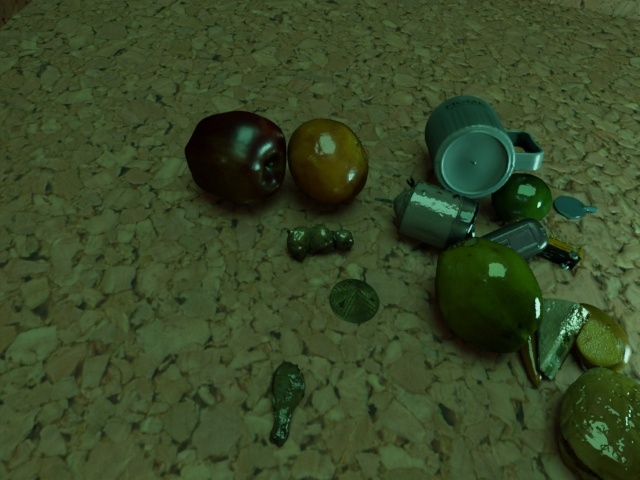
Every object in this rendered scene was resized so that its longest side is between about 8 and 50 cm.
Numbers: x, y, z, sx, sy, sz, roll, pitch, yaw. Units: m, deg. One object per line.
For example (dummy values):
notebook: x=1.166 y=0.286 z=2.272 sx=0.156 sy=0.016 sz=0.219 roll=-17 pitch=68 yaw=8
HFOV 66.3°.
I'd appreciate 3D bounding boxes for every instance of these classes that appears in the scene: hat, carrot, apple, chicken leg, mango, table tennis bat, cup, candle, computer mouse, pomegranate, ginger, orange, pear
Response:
hat: x=0.101 y=0.151 z=1.373 sx=0.146 sy=0.067 sz=0.146 roll=4 pitch=52 yaw=-5
carrot: x=0.572 y=0.270 z=1.355 sx=0.062 sy=0.066 sz=0.271 roll=-12 pitch=45 yaw=34
apple: x=-0.252 y=-0.257 z=1.509 sx=0.317 sy=0.288 sz=0.288 roll=14 pitch=49 yaw=29
chicken leg: x=-0.083 y=0.387 z=1.168 sx=0.085 sy=0.069 sz=0.198 roll=9 pitch=59 yaw=1
mango: x=0.763 y=0.268 z=1.356 sx=0.141 sy=0.102 sz=0.217 roll=-18 pitch=48 yaw=10
table tennis bat: x=0.896 y=-0.116 z=1.721 sx=0.155 sy=0.019 sz=0.100 roll=4 pitch=52 yaw=-3
cup: x=0.511 y=-0.289 z=1.606 sx=0.331 sy=0.257 sz=0.311 roll=29 pitch=30 yaw=-9
candle: x=0.320 y=-0.087 z=1.521 sx=0.330 sy=0.187 sz=0.187 roll=22 pitch=53 yaw=13
computer mouse: x=0.580 y=0.016 z=1.514 sx=0.232 sy=0.057 sz=0.120 roll=-25 pitch=82 yaw=2
pomegranate: x=0.646 y=-0.106 z=1.594 sx=0.187 sy=0.187 sz=0.225 roll=14 pitch=76 yaw=3
ginger: x=0.000 y=0.000 z=1.471 sx=0.204 sy=0.080 sz=0.104 roll=-7 pitch=86 yaw=-12
orange: x=0.025 y=-0.251 z=1.544 sx=0.226 sy=0.284 sz=0.284 roll=-26 pitch=48 yaw=25
pear: x=0.444 y=0.142 z=1.316 sx=0.269 sy=0.269 sz=0.321 roll=-30 pitch=73 yaw=-27

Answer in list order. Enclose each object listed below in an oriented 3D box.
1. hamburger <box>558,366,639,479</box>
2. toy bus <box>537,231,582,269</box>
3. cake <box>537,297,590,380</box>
hamburger: x=0.709 y=0.452 z=1.177 sx=0.259 sy=0.145 sz=0.283 roll=19 pitch=47 yaw=11
toy bus: x=0.740 y=0.025 z=1.557 sx=0.162 sy=0.069 sz=0.074 roll=25 pitch=53 yaw=10
cake: x=0.628 y=0.257 z=1.345 sx=0.220 sy=0.086 sz=0.116 roll=-57 pitch=30 yaw=-6
